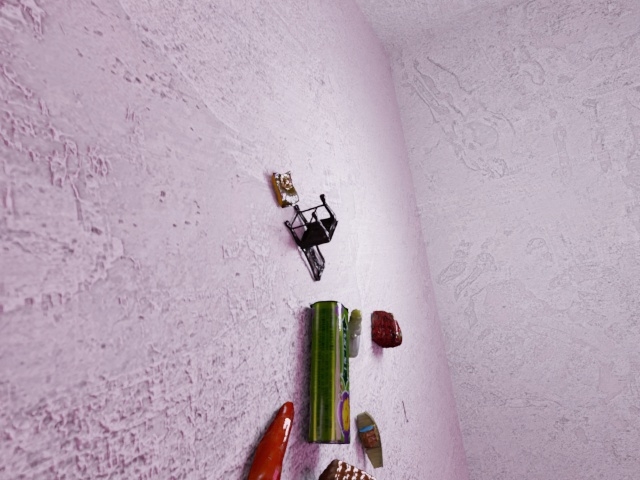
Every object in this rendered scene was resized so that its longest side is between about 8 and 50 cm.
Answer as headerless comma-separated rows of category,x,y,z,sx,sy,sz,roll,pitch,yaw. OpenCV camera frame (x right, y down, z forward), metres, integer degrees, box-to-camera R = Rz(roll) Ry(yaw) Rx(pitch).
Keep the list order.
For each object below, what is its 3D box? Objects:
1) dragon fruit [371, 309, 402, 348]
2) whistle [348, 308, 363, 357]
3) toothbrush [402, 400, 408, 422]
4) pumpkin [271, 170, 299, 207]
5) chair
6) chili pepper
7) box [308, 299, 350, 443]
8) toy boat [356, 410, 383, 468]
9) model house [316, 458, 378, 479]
dragon fruit,0.271,0.350,1.555,0.161,0.127,0.120,48,45,-47
whistle,0.093,0.274,1.197,0.198,0.057,0.104,90,4,-46
toothbrush,0.363,0.730,1.711,0.006,0.008,0.097,-13,90,-80
pumpkin,-0.099,-0.137,1.075,0.073,0.035,0.101,-31,111,-53
chair,0.000,0.000,1.138,0.229,0.113,0.106,61,31,-28
chili pepper,-0.095,0.417,0.787,0.063,0.071,0.272,30,31,-6
box,0.022,0.336,1.042,0.134,0.097,0.345,55,32,-57
toy boat,0.154,0.612,1.237,0.066,0.065,0.172,-17,89,-79
model house,0.061,0.608,0.843,0.329,0.251,0.295,65,27,-13
